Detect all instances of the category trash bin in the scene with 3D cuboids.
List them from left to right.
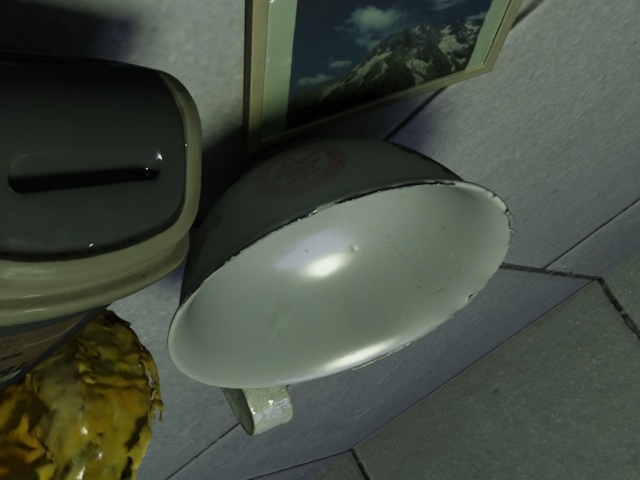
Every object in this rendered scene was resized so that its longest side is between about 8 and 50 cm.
[{"bbox_3d":[-0.222,-0.003,0.482,0.290,0.182,0.209,-39,167,33],"label":"trash bin"}]

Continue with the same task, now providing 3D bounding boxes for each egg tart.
[{"bbox_3d":[-0.275,0.161,0.637,0.297,0.297,0.132,-30,139,0],"label":"egg tart"}]

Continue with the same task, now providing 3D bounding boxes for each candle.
[{"bbox_3d":[-0.103,0.150,0.997,0.068,0.192,0.168,-19,-161,-22],"label":"candle"}]

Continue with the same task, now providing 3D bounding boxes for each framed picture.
[{"bbox_3d":[0.062,-0.181,0.659,0.281,0.019,0.209,-22,157,-16],"label":"framed picture"}]

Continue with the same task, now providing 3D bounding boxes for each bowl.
[{"bbox_3d":[0.000,0.000,0.754,0.345,0.157,0.346,-17,148,-11],"label":"bowl"}]
